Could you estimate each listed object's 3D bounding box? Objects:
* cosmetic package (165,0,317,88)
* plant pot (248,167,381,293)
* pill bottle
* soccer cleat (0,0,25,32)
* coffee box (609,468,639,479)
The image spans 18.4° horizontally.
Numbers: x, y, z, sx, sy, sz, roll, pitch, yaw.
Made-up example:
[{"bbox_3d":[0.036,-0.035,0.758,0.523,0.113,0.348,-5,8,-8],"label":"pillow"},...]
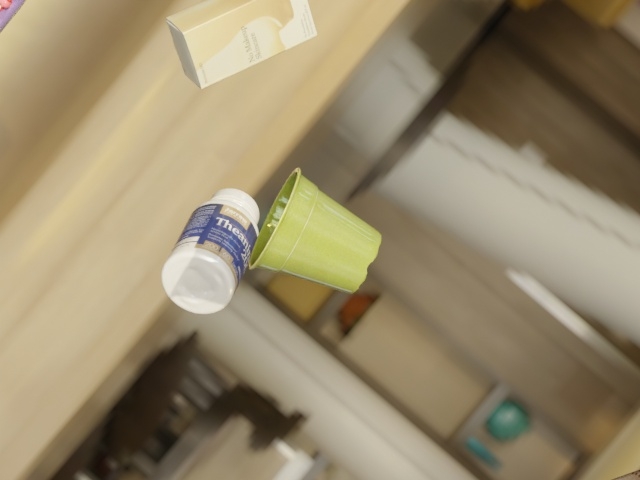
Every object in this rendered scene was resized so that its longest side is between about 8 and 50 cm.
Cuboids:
[{"bbox_3d":[-0.066,-0.181,1.678,0.115,0.060,0.041,-28,-146,-14],"label":"cosmetic package"},{"bbox_3d":[0.000,0.000,1.461,0.083,0.079,0.083,-62,-171,17],"label":"plant pot"},{"bbox_3d":[-0.093,0.006,1.747,0.067,0.067,0.120,-52,-172,36],"label":"pill bottle"},{"bbox_3d":[-0.247,-0.233,1.534,0.108,0.116,0.318,17,110,-43],"label":"soccer cleat"},{"bbox_3d":[0.182,0.233,0.780,0.168,0.119,0.297,-27,-134,40],"label":"coffee box"}]
